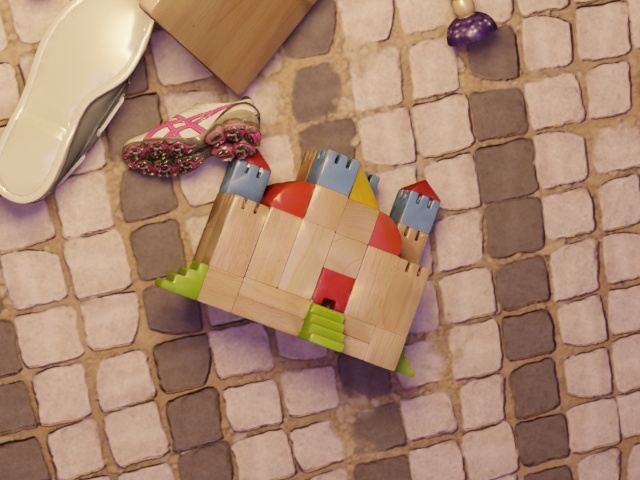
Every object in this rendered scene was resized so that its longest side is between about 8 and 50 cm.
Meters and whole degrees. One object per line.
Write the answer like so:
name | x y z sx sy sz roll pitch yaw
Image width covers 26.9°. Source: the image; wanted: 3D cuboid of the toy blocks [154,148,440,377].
toy blocks | 0.000 0.000 1.766 0.381 0.191 0.261 21 86 -18

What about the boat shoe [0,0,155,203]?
boat shoe | -0.303 -0.190 1.673 0.116 0.099 0.319 31 93 3

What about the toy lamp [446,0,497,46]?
toy lamp | 0.158 -0.394 1.741 0.080 0.080 0.275 -24 111 -7

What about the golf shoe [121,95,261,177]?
golf shoe | -0.167 -0.136 1.735 0.186 0.086 0.067 -11 137 6

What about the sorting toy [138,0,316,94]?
sorting toy | -0.097 -0.343 1.622 0.257 0.089 0.255 -51 154 0
